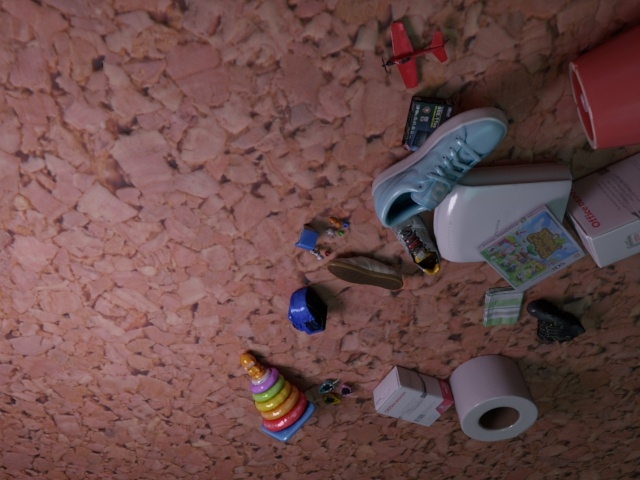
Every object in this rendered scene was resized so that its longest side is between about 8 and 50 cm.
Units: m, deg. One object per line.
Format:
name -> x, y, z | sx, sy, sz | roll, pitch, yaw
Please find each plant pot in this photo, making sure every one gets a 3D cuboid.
plant pot -> 0.655, -0.314, 1.045 | 0.243, 0.275, 0.275 | -16, 127, 22

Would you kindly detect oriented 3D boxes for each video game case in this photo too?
video game case -> 0.527, 0.029, 1.296 | 0.193, 0.023, 0.212 | -37, 123, 24

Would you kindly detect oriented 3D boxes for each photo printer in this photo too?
photo printer -> 0.441, -0.065, 1.301 | 0.308, 0.107, 0.256 | -3, 127, -1

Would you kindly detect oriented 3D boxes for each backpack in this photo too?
backpack -> -0.045, 0.201, 1.481 | 0.101, 0.098, 0.120 | -19, 126, 16

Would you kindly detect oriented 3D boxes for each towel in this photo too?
towel -> 0.550, 0.202, 1.560 | 0.113, 0.023, 0.152 | -6, 127, 2

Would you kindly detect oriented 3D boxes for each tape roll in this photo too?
tape roll -> 0.563, 0.519, 1.708 | 0.246, 0.169, 0.246 | -2, 127, -2

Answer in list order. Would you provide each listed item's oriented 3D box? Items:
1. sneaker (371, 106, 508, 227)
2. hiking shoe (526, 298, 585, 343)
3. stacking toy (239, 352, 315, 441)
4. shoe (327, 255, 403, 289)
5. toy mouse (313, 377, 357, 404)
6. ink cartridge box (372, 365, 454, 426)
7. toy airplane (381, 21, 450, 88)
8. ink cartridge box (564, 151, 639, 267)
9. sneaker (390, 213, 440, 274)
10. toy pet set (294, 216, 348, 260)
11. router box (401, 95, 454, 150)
sneaker -> 0.269, -0.141, 1.165 | 0.135, 0.150, 0.366 | 23, 138, -31
hiking shoe -> 0.695, 0.260, 1.572 | 0.227, 0.086, 0.114 | 26, 118, -22
stacking toy -> -0.167, 0.474, 1.664 | 0.175, 0.166, 0.301 | -6, 120, 55
shoe -> 0.123, 0.083, 1.434 | 0.219, 0.058, 0.076 | 15, 145, -9
toy mouse -> 0.051, 0.498, 1.750 | 0.161, 0.031, 0.143 | 2, 127, -5
ink cartridge box -> 0.309, 0.527, 1.749 | 0.218, 0.092, 0.158 | 20, 123, -19
toy airplane -> 0.202, -0.391, 1.093 | 0.151, 0.028, 0.151 | -2, 129, -2
ink cartridge box -> 0.746, -0.089, 1.237 | 0.283, 0.207, 0.117 | -26, 126, 16
sneaker -> 0.254, 0.002, 1.350 | 0.088, 0.092, 0.225 | -33, 121, 20
toy pet set -> 0.000, 0.000, 1.352 | 0.114, 0.065, 0.122 | 19, 123, -17
router box -> 0.244, -0.263, 1.184 | 0.092, 0.038, 0.122 | 3, 127, -6
